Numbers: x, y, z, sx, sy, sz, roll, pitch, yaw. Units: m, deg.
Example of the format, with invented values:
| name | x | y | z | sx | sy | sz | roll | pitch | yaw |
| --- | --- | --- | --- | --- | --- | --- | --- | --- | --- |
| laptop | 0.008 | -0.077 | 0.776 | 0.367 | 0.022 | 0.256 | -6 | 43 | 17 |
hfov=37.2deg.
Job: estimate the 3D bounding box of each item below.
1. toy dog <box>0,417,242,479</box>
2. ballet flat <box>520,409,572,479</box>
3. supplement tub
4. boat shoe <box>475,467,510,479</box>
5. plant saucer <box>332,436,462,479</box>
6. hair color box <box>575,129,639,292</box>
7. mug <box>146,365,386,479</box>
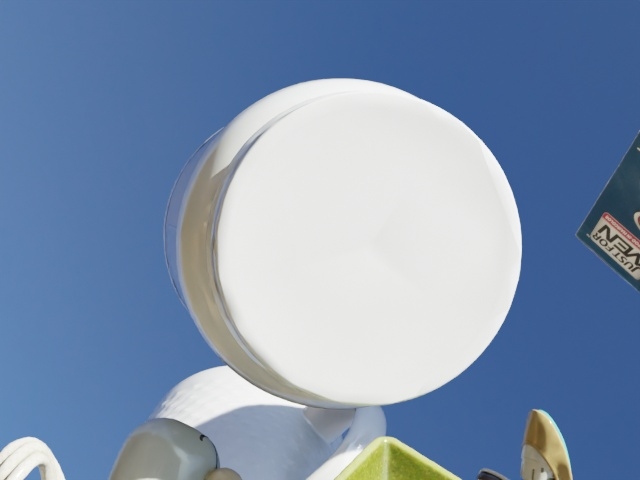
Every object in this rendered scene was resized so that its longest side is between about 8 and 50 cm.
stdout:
| name | x | y | z | sx | sy | sz | roll | pitch | yaw |
| --- | --- | --- | --- | --- | --- | --- | --- | --- | --- |
| toy dog | -0.103 | 0.283 | 0.576 | 0.161 | 0.220 | 0.333 | 6 | -97 | 18 |
| ballet flat | 0.343 | 0.368 | 1.439 | 0.080 | 0.073 | 0.232 | 11 | -55 | 62 |
| supplement tub | 0.000 | 0.000 | 0.765 | 0.331 | 0.241 | 0.241 | -172 | -111 | -78 |
| boat shoe | 0.299 | 0.431 | 1.424 | 0.206 | 0.065 | 0.075 | 46 | -24 | 22 |
| plant saucer | 0.068 | 0.221 | 0.573 | 0.188 | 0.188 | 0.045 | 29 | -61 | 20 |
| hair color box | 0.410 | -0.118 | 0.944 | 0.105 | 0.174 | 0.347 | 46 | -43 | 27 |
| mug | -0.078 | 0.302 | 1.092 | 0.374 | 0.328 | 0.276 | -39 | -82 | 13 |
